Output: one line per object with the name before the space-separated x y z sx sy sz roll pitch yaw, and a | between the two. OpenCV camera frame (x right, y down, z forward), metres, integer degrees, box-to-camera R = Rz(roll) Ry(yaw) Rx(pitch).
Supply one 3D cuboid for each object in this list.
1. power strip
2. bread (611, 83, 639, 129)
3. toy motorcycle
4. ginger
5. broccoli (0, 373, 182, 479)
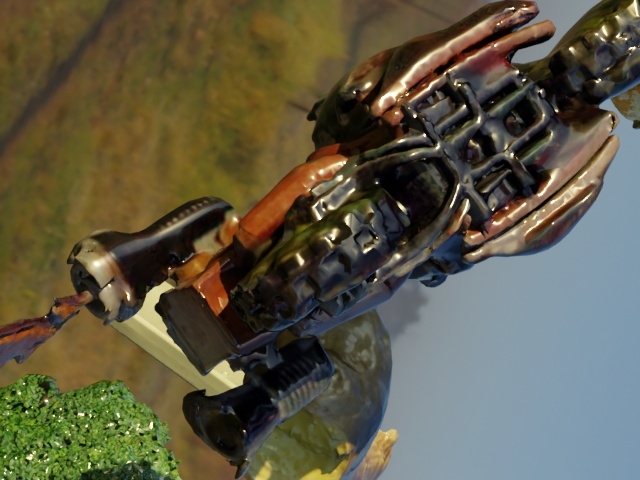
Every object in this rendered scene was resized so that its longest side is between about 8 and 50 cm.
power strip | -0.142 0.141 1.778 0.106 0.367 0.043 -19 135 -51
bread | 0.288 -0.114 0.903 0.102 0.245 0.094 -62 143 -13
toy motorcycle | 0.000 0.000 0.689 0.401 0.134 0.207 -38 -175 -29
ginger | 0.007 0.111 0.880 0.294 0.086 0.131 67 35 -71
broccoli | -0.206 0.258 1.133 0.308 0.275 0.308 -35 -140 35
